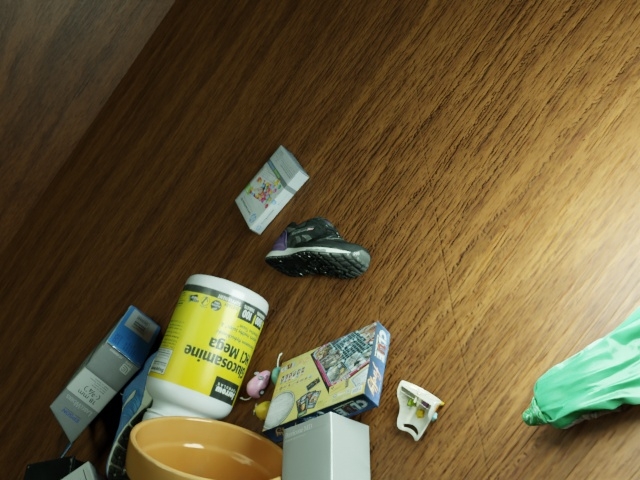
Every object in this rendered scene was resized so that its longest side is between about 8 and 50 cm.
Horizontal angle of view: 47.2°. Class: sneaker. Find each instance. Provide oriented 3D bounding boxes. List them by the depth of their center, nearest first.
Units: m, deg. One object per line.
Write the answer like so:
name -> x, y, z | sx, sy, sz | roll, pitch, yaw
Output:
sneaker -> 0.000, 0.000, 1.511 | 0.283, 0.107, 0.124 | 0, 58, 48
sneaker -> -0.394, 0.397, 1.670 | 0.147, 0.130, 0.330 | -17, 46, 55

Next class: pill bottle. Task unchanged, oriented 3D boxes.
pill bottle -> -0.247, 0.254, 1.532 | 0.188, 0.188, 0.333 | 0, 65, 48

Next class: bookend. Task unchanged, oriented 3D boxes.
bookend -> -0.593, 0.578, 1.739 | 0.156, 0.157, 0.072 | -17, 51, 25

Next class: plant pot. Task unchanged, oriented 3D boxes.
plant pot -> -0.215, 0.460, 1.296 | 0.291, 0.291, 0.203 | 18, 94, 52

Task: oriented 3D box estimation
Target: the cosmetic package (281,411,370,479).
cosmetic package -> 0.008, 0.417, 1.199 | 0.127, 0.107, 0.238 | -32, 46, 35

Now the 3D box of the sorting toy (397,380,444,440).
sorting toy -> 0.155, 0.280, 1.185 | 0.083, 0.045, 0.075 | 26, 92, 53

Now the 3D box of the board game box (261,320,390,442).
board game box -> 0.011, 0.257, 1.323 | 0.243, 0.042, 0.165 | -29, 29, 34

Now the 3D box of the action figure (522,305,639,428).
action figure -> 0.372, 0.190, 0.983 | 0.232, 0.063, 0.137 | -34, 44, 22

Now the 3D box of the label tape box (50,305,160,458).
label tape box -> -0.555, 0.347, 1.806 | 0.333, 0.106, 0.240 | -48, 10, 11

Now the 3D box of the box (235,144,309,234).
box -> -0.121, -0.125, 1.787 | 0.186, 0.038, 0.145 | -49, 37, 13

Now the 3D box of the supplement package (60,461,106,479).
supplement package -> -0.561, 0.627, 1.586 | 0.244, 0.133, 0.139 | -33, 35, -11

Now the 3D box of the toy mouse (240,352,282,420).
toy mouse -> -0.106, 0.290, 1.476 | 0.161, 0.031, 0.143 | -6, 60, 46
